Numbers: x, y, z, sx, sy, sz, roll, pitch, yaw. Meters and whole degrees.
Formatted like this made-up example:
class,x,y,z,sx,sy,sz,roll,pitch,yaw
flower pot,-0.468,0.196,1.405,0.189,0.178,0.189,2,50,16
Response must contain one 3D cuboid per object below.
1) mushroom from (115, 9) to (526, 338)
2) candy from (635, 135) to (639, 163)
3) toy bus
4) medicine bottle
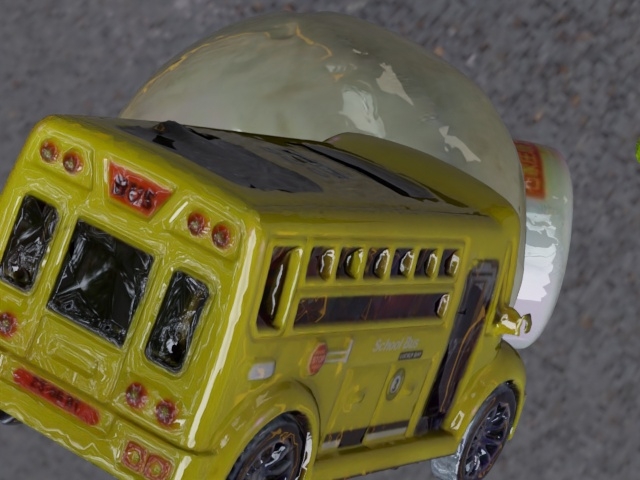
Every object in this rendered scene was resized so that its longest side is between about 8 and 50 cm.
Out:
class,x,y,z,sx,sy,sz,roll,pitch,yaw
mushroom,-0.012,-0.020,1.254,0.315,0.356,0.315,6,127,7
candy,0.339,-0.044,1.526,0.209,0.096,0.097,30,139,43
toy bus,-0.009,0.030,0.834,0.145,0.331,0.151,24,101,25
medicine bottle,0.046,-0.020,1.920,0.388,0.219,0.219,8,132,-7
